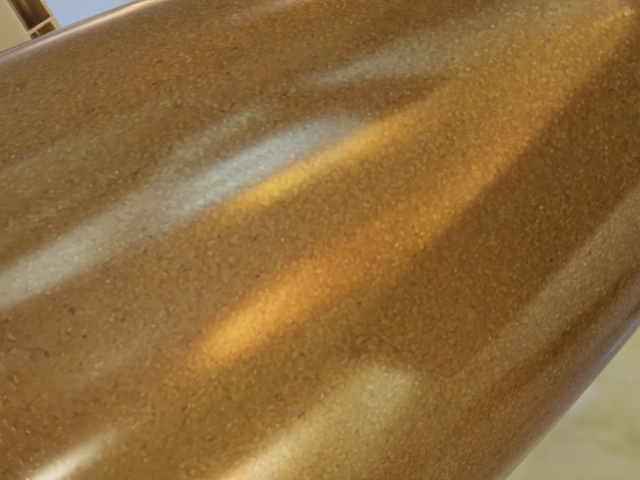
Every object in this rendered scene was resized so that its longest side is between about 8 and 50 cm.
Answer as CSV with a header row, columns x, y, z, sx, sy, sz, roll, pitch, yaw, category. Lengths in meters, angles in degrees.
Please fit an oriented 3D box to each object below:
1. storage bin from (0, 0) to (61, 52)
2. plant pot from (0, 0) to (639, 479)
x,y,z,sx,sy,sz,roll,pitch,yaw,category
-0.217,-0.005,1.072,0.123,0.260,0.262,-23,-77,40,storage bin
0.000,0.000,0.654,0.237,0.254,0.237,56,-3,5,plant pot
